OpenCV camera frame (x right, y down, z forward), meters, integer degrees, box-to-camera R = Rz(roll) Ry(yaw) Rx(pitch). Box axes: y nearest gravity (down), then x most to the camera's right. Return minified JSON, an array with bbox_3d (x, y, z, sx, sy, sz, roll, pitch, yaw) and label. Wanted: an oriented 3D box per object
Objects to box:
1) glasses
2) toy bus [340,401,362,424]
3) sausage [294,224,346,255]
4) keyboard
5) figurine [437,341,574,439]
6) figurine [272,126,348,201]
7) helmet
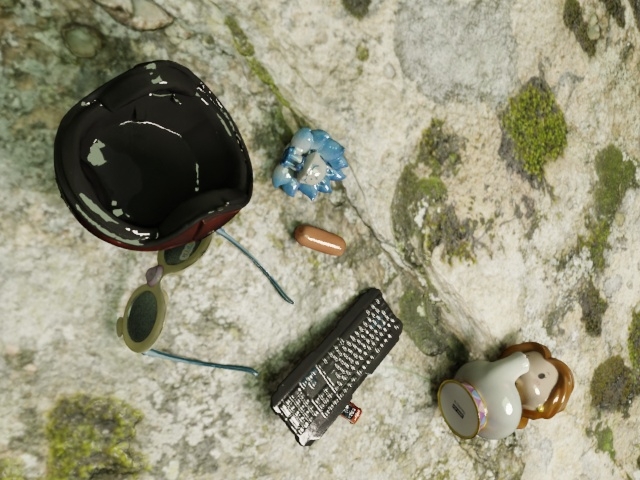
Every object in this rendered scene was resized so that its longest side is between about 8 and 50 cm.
[{"bbox_3d":[-0.131,0.091,0.688,0.220,0.088,0.190,32,80,-27],"label":"glasses"},{"bbox_3d":[0.019,0.251,0.808,0.110,0.043,0.031,39,77,-25],"label":"toy bus"},{"bbox_3d":[0.000,0.000,0.779,0.083,0.034,0.034,19,86,-27],"label":"sausage"},{"bbox_3d":[0.035,0.187,0.790,0.262,0.016,0.106,-43,107,-31],"label":"keyboard"},{"bbox_3d":[0.344,0.272,0.933,0.263,0.142,0.190,-7,130,-29],"label":"figurine"},{"bbox_3d":[-0.007,-0.105,0.738,0.114,0.079,0.114,-6,119,-11],"label":"figurine"},{"bbox_3d":[-0.183,-0.084,0.582,0.216,0.193,0.189,-25,93,-33],"label":"helmet"}]
